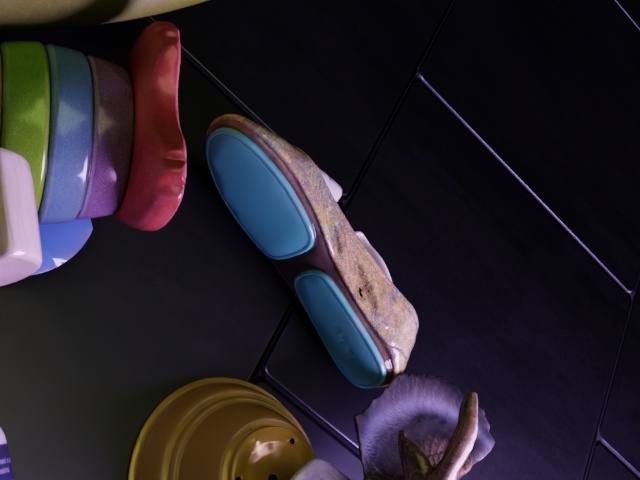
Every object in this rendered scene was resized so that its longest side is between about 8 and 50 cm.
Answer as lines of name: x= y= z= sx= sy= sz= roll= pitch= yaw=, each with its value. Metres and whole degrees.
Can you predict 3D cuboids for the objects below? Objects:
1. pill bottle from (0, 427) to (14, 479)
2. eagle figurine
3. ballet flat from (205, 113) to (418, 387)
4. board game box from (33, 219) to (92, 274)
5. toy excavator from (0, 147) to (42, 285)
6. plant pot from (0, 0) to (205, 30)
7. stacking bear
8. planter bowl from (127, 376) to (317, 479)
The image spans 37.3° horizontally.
pill bottle: x=-0.298 y=0.214 z=0.692 sx=0.153 sy=0.153 sz=0.264 roll=-6 pitch=79 yaw=-39
eagle figurine: x=0.099 y=0.264 z=0.934 sx=0.226 sy=0.298 sz=0.225 roll=-39 pitch=85 yaw=-1
ballet flat: x=0.000 y=0.000 z=1.031 sx=0.123 sy=0.123 sz=0.348 roll=-44 pitch=109 yaw=-39
board game box: x=-0.287 y=-0.046 z=0.870 sx=0.133 sy=0.033 sz=0.168 roll=-9 pitch=80 yaw=-38
toy excavator: x=-0.439 y=0.005 z=0.529 sx=0.433 sy=0.445 sz=0.222 roll=48 pitch=31 yaw=-76
plant pot: x=-0.233 y=-0.294 z=0.819 sx=0.274 sy=0.275 sz=0.293 roll=55 pitch=43 yaw=-10
stacking bear: x=-0.273 y=-0.094 z=0.777 sx=0.289 sy=0.164 sz=0.175 roll=4 pitch=66 yaw=-24
planter bowl: x=-0.067 y=0.233 z=0.911 sx=0.217 sy=0.090 sz=0.217 roll=13 pitch=68 yaw=-34
